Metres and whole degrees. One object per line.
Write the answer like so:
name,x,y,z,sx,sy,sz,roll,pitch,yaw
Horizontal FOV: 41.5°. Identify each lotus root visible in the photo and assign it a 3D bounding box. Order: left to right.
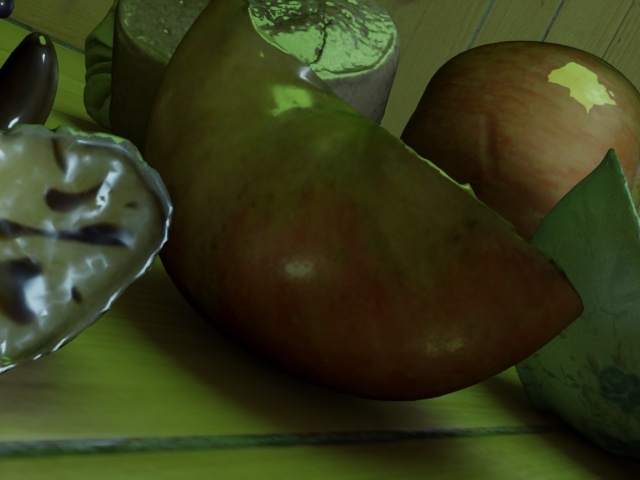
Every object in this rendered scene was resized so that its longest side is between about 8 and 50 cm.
lotus root,-0.141,-0.001,0.333,0.159,0.096,0.135,5,4,-11

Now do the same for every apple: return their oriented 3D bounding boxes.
apple,0.000,0.000,0.538,0.293,0.163,0.251,45,4,26
apple,0.284,-0.100,1.214,0.346,0.392,0.391,23,5,22

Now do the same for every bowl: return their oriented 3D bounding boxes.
bowl,0.254,0.085,0.783,0.313,0.146,0.314,-19,90,-73

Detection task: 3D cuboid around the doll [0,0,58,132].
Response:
doll,-0.294,-0.164,0.433,0.339,0.209,0.318,37,25,21

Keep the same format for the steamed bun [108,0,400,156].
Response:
steamed bun,-0.061,-0.136,0.877,0.301,0.252,0.199,-4,46,-20

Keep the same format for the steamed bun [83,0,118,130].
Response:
steamed bun,-0.185,-0.193,1.131,0.289,0.203,0.276,41,-1,2
